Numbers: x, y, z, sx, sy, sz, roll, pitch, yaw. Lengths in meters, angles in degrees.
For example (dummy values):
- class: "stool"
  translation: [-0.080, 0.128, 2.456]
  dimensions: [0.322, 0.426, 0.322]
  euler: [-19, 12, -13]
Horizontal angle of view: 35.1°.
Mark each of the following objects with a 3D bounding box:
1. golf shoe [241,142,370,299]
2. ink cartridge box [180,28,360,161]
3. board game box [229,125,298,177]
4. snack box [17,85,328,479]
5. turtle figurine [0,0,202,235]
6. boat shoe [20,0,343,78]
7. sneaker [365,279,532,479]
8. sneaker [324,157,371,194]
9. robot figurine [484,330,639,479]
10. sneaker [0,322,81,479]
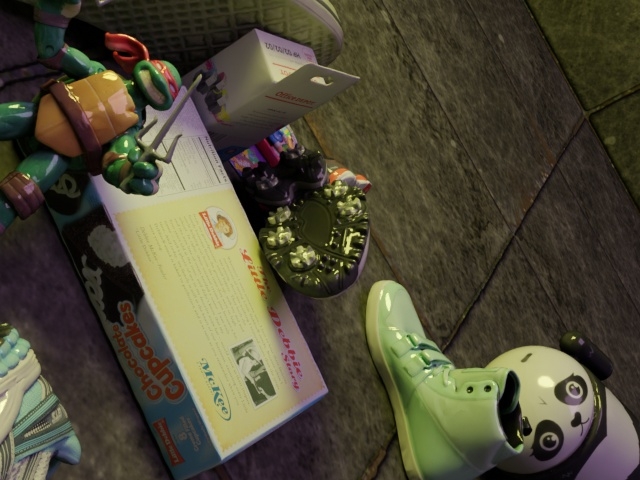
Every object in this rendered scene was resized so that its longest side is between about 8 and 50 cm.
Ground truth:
- class: "golf shoe"
  translation: [0.000, 0.000, 0.987]
  dimensions: [0.273, 0.105, 0.120]
  euler: [-113, -178, -64]
- class: "ink cartridge box"
  translation: [-0.065, -0.146, 0.986]
  dimensions: [0.104, 0.181, 0.062]
  euler: [2, 65, -60]
- class: "board game box"
  translation: [-0.057, -0.120, 1.139]
  dimensions: [0.168, 0.033, 0.133]
  euler: [23, 47, -50]
- class: "snack box"
  translation: [-0.121, 0.023, 0.873]
  dimensions: [0.187, 0.060, 0.322]
  euler: [-19, 82, -61]
- class: "turtle figurine"
  translation: [-0.175, -0.089, 0.731]
  dimensions: [0.175, 0.234, 0.118]
  euler: [53, -18, 11]
- class: "boat shoe"
  translation: [-0.159, -0.270, 0.937]
  dimensions: [0.500, 0.187, 0.156]
  euler: [17, 55, -46]
- class: "sneaker"
  translation: [0.147, 0.141, 1.131]
  dimensions: [0.094, 0.151, 0.256]
  euler: [18, 50, -52]
- class: "sneaker"
  translation: [0.014, -0.070, 1.165]
  dimensions: [0.065, 0.061, 0.158]
  euler: [45, -1, 13]
- class: "robot figurine"
  translation: [0.306, 0.247, 1.285]
  dimensions: [0.278, 0.173, 0.209]
  euler: [40, 27, -37]
- class: "sneaker"
  translation: [-0.207, 0.166, 0.553]
  dimensions: [0.122, 0.110, 0.283]
  euler: [56, 28, -20]
